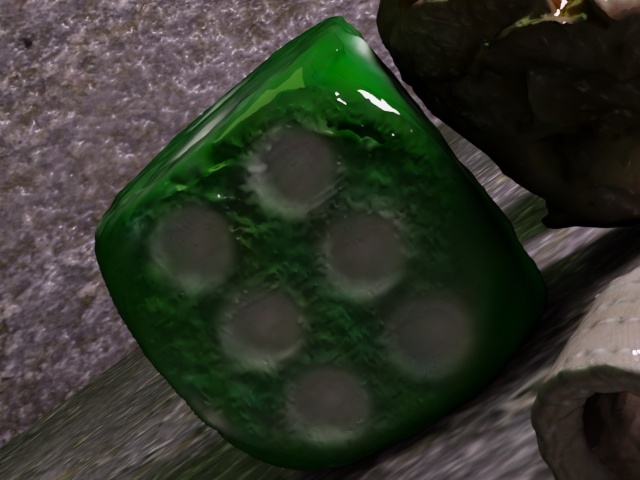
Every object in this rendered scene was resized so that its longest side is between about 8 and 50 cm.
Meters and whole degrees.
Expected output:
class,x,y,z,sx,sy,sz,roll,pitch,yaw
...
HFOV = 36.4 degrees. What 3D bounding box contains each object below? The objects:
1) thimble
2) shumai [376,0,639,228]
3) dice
class,x,y,z,sx,sy,sz,roll,pitch,yaw
thimble,0.158,0.074,0.421,0.102,0.115,0.090,-24,14,49
shumai,0.196,-0.110,0.782,0.217,0.283,0.346,-34,34,-33
dice,0.000,0.000,0.853,0.287,0.297,0.300,-35,15,10
